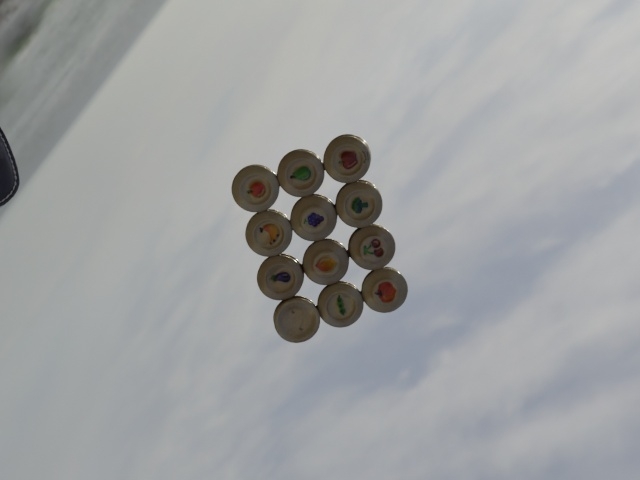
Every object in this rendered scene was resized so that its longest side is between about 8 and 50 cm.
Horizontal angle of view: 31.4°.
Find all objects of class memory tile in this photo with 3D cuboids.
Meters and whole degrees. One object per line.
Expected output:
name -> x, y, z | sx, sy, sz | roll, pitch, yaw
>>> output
memory tile -> 0.000, 0.000, 0.881 | 0.113, 0.148, 0.012 | -17, -165, -1

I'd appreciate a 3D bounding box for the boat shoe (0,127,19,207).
boat shoe -> -0.357, -0.135, 1.047 | 0.092, 0.285, 0.103 | 7, -136, 36
